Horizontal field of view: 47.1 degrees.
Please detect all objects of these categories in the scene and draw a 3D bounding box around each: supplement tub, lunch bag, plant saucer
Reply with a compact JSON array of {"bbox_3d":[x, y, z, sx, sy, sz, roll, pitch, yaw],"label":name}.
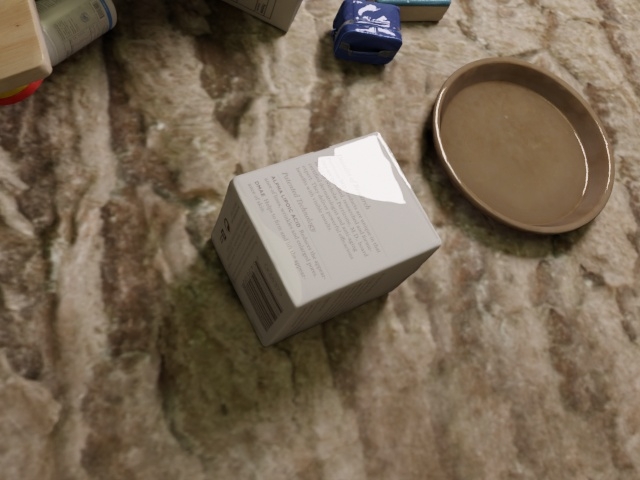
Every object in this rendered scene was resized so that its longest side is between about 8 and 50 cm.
[{"bbox_3d":[-0.304,-0.260,0.874,0.071,0.071,0.107,44,62,4],"label":"supplement tub"},{"bbox_3d":[0.061,-0.280,1.001,0.099,0.067,0.065,3,66,-16],"label":"lunch bag"},{"bbox_3d":[0.278,-0.130,1.021,0.278,0.041,0.277,6,66,-14],"label":"plant saucer"}]

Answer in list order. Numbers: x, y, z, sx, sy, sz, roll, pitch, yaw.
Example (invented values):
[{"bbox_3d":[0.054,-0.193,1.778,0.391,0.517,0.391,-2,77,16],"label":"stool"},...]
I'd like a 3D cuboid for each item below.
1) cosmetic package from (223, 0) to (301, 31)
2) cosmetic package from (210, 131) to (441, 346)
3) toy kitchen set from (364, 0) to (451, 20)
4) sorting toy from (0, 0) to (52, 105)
[{"bbox_3d":[-0.138,-0.420,0.952,0.296,0.153,0.129,26,63,-7],"label":"cosmetic package"},{"bbox_3d":[0.000,0.000,0.813,0.184,0.151,0.151,-21,75,-25],"label":"cosmetic package"},{"bbox_3d":[0.122,-0.445,1.035,0.122,0.166,0.207,-7,70,-21],"label":"toy kitchen set"},{"bbox_3d":[-0.424,-0.227,0.777,0.257,0.089,0.255,-19,72,-3],"label":"sorting toy"}]
